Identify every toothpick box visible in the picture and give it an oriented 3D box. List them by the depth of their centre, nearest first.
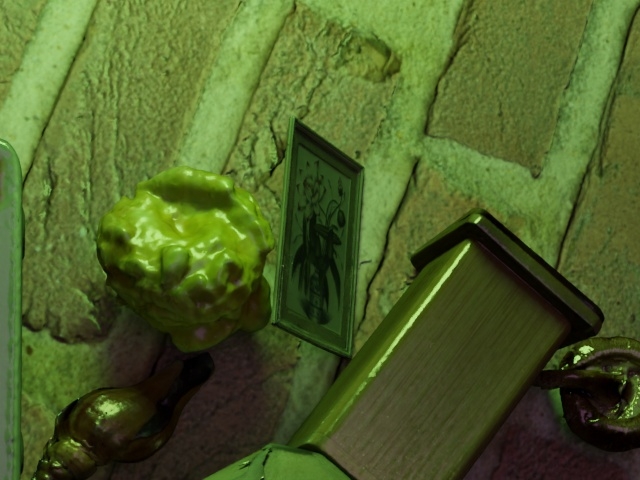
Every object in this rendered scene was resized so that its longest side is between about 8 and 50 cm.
[{"bbox_3d":[0.117,0.153,1.626,0.187,0.190,0.308,42,68,-5],"label":"toothpick box"}]

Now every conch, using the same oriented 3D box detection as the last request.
[{"bbox_3d":[-0.198,0.187,1.580,0.232,0.080,0.086,-19,90,-22],"label":"conch"}]

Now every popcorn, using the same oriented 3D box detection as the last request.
[{"bbox_3d":[-0.138,0.018,1.604,0.197,0.155,0.197,3,53,-4],"label":"popcorn"}]

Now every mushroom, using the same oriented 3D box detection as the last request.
[{"bbox_3d":[0.319,0.172,1.744,0.170,0.080,0.135,14,60,-12],"label":"mushroom"}]

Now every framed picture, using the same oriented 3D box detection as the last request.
[{"bbox_3d":[0.000,0.000,1.666,0.010,0.173,0.231,-4,73,28],"label":"framed picture"}]

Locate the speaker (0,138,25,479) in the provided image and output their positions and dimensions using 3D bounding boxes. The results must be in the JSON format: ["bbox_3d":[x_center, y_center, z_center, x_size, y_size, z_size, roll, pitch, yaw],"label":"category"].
[{"bbox_3d":[-0.375,0.099,1.493,0.183,0.184,0.406,2,75,-16],"label":"speaker"}]

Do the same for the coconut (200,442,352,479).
[{"bbox_3d":[-0.036,0.347,1.469,0.323,0.323,0.323,4,74,-16],"label":"coconut"}]
